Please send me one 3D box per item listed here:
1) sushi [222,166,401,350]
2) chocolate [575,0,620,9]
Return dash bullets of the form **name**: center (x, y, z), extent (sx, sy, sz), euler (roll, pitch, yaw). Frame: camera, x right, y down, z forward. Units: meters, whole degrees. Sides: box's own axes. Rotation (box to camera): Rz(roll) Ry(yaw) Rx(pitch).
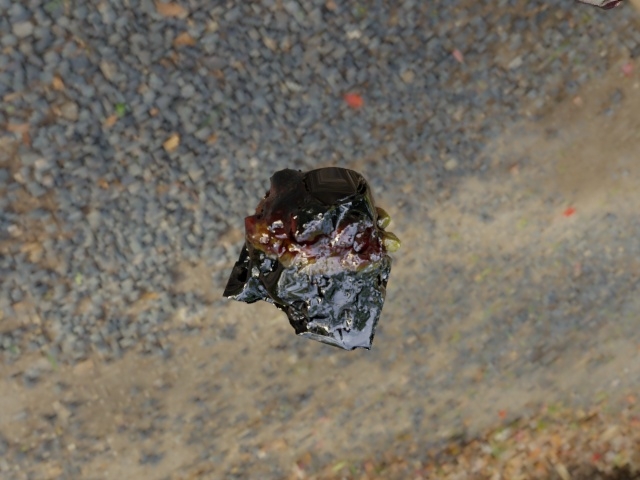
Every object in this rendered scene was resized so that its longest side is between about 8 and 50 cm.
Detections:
- **sushi**: center (0.000, 0.000, 1.198), extent (0.172, 0.153, 0.150), euler (17, 127, 1)
- **chocolate**: center (0.320, -0.388, 1.309), extent (0.147, 0.221, 0.221), euler (10, 131, -32)
